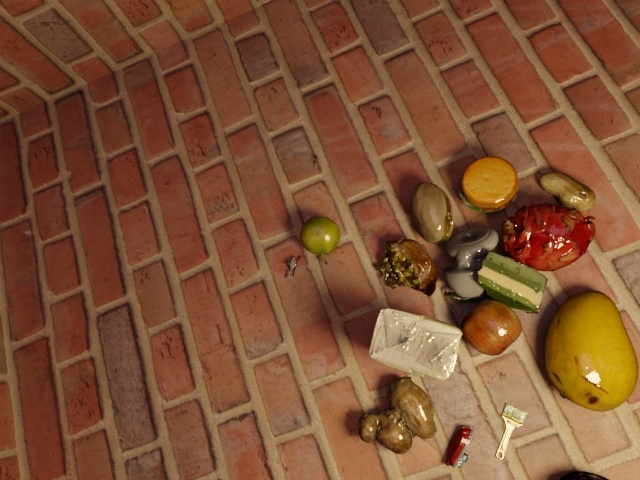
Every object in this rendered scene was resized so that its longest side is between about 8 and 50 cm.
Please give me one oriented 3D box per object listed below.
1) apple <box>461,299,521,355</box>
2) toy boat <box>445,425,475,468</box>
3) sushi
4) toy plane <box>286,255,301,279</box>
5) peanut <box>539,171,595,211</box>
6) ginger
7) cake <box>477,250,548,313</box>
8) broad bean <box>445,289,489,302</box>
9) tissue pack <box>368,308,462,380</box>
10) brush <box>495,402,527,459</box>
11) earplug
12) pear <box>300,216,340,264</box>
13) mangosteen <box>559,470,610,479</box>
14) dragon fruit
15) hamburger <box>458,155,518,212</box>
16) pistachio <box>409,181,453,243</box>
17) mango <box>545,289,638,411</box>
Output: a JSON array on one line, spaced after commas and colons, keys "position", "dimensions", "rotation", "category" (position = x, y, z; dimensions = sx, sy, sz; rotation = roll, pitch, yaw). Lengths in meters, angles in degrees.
[{"position": [0.658, 0.335, 1.672], "dimensions": [0.211, 0.211, 0.188], "rotation": [-40, 71, -3], "category": "apple"}, {"position": [0.535, 0.782, 1.640], "dimensions": [0.059, 0.069, 0.172], "rotation": [29, 82, -4], "category": "toy boat"}, {"position": [0.370, 0.112, 1.825], "dimensions": [0.179, 0.167, 0.296], "rotation": [-29, 77, -23], "category": "sushi"}, {"position": [-0.129, 0.119, 1.972], "dimensions": [0.049, 0.031, 0.120], "rotation": [20, 75, 6], "category": "toy plane"}, {"position": [1.032, -0.209, 1.818], "dimensions": [0.236, 0.110, 0.120], "rotation": [38, 97, 19], "category": "peanut"}, {"position": [0.297, 0.692, 1.661], "dimensions": [0.304, 0.155, 0.244], "rotation": [-42, 73, -4], "category": "ginger"}, {"position": [0.706, 0.161, 1.700], "dimensions": [0.284, 0.172, 0.157], "rotation": [25, 76, -11], "category": "cake"}, {"position": [0.637, 0.223, 1.799], "dimensions": [0.227, 0.039, 0.069], "rotation": [-7, 67, 9], "category": "broad bean"}, {"position": [0.352, 0.384, 1.625], "dimensions": [0.297, 0.380, 0.207], "rotation": [15, 81, 13], "category": "tissue pack"}, {"position": [0.715, 0.736, 1.651], "dimensions": [0.083, 0.011, 0.205], "rotation": [22, 80, 15], "category": "brush"}, {"position": [0.614, 0.075, 1.770], "dimensions": [0.214, 0.175, 0.325], "rotation": [-6, 55, 47], "category": "earplug"}, {"position": [0.000, 0.000, 1.926], "dimensions": [0.180, 0.166, 0.216], "rotation": [-3, 95, -4], "category": "pear"}, {"position": [0.902, 0.930, 1.446], "dimensions": [0.233, 0.287, 0.287], "rotation": [12, 76, 23], "category": "mangosteen"}, {"position": [0.883, -0.015, 1.707], "dimensions": [0.343, 0.277, 0.277], "rotation": [8, 75, 8], "category": "dragon fruit"}, {"position": [0.718, -0.230, 1.849], "dimensions": [0.246, 0.170, 0.245], "rotation": [-7, 71, 21], "category": "hamburger"}, {"position": [0.467, -0.121, 1.867], "dimensions": [0.197, 0.166, 0.287], "rotation": [-24, 64, 43], "category": "pistachio"}, {"position": [0.999, 0.392, 1.593], "dimensions": [0.302, 0.220, 0.444], "rotation": [14, 74, 16], "category": "mango"}]
